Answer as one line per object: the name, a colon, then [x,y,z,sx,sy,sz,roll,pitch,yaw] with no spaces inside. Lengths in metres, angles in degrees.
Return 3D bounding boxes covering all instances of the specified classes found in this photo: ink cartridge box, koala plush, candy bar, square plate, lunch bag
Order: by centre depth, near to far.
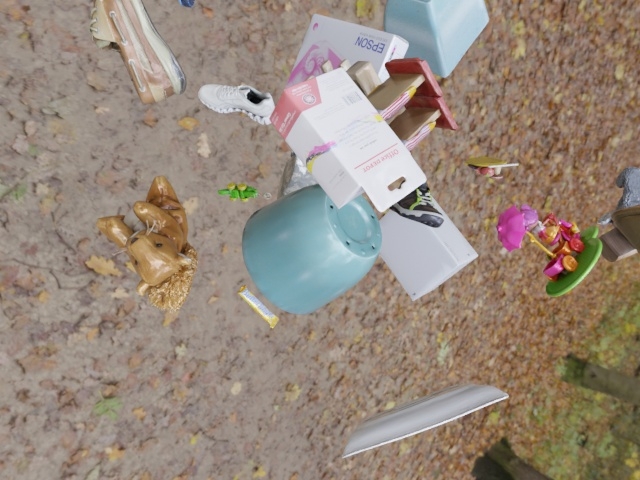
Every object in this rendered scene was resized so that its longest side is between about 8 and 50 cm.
ink cartridge box: [0.039,-0.124,0.625,0.115,0.198,0.067,-34,174,-34]
square plate: [0.217,0.389,1.042,0.343,0.049,0.347,-21,161,2]
ink cartridge box: [0.032,-0.390,1.199,0.071,0.324,0.330,7,112,-45]
candy bar: [-0.188,0.198,1.393,0.161,0.018,0.040,49,47,-16]
koala plush: [0.988,-0.084,1.447,0.221,0.196,0.204,70,38,-70]
lunch bag: [0.011,-0.226,1.728,0.304,0.256,0.213,15,58,-11]

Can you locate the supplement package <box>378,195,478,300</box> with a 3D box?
supplement package: [0.309,0.012,1.436,0.145,0.262,0.204,-17,156,-47]

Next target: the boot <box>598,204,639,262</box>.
boot: [0.696,-0.050,0.907,0.220,0.109,0.283,-30,156,6]

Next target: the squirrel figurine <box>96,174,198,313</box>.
squirrel figurine: [-0.518,0.047,1.528,0.280,0.370,0.397,-32,127,-11]

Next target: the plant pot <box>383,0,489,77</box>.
plant pot: [0.341,-0.718,1.437,0.248,0.247,0.252,-53,149,-2]

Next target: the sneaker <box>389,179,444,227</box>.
sneaker: [0.228,-0.100,1.111,0.084,0.235,0.097,17,100,-19]

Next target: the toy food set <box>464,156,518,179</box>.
toy food set: [0.645,-0.273,1.784,0.128,0.218,0.071,-8,109,-11]

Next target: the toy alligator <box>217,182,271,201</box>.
toy alligator: [-0.243,-0.162,1.520,0.051,0.189,0.056,-68,158,-50]

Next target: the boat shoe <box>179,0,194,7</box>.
boat shoe: [-0.396,-0.871,1.451,0.109,0.088,0.259,-80,-178,-64]

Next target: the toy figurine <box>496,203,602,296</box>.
toy figurine: [0.404,-0.012,0.846,0.173,0.159,0.130,-49,173,-31]

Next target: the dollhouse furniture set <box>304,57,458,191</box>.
dollhouse furniture set: [0.065,-0.245,0.944,0.201,0.374,0.152,-43,122,-8]

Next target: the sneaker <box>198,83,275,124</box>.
sneaker: [-0.295,-0.510,1.643,0.118,0.291,0.110,93,12,-73]

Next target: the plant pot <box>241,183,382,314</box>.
plant pot: [0.000,0.000,1.093,0.292,0.235,0.293,25,51,-34]

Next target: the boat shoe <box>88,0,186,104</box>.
boat shoe: [-0.402,-0.429,0.929,0.119,0.122,0.324,-34,106,-12]
